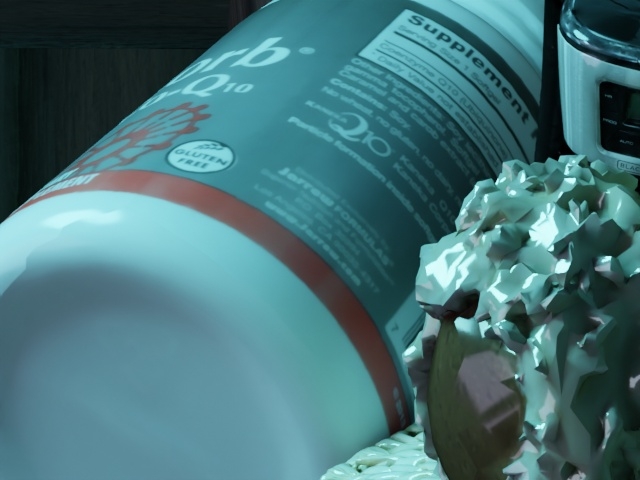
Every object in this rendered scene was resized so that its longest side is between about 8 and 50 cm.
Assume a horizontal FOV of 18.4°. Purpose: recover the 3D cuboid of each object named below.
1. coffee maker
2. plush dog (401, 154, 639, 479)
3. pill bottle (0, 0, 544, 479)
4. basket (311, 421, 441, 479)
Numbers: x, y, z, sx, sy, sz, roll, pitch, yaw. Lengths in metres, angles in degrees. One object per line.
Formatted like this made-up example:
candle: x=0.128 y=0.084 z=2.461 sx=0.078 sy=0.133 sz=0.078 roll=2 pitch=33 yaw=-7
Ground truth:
coffee maker: x=0.130 y=-0.029 z=0.783 sx=0.171 sy=0.120 sz=0.178 roll=-103 pitch=16 yaw=-61
plush dog: x=0.177 y=0.016 z=0.395 sx=0.262 sy=0.210 sz=0.225 roll=46 pitch=128 yaw=37
pill bottle: x=0.000 y=0.000 z=0.945 sx=0.363 sy=0.210 sz=0.210 roll=-48 pitch=-31 yaw=-52
basket: x=0.076 y=0.123 z=0.702 sx=0.167 sy=0.103 sz=0.113 roll=-7 pitch=102 yaw=55
